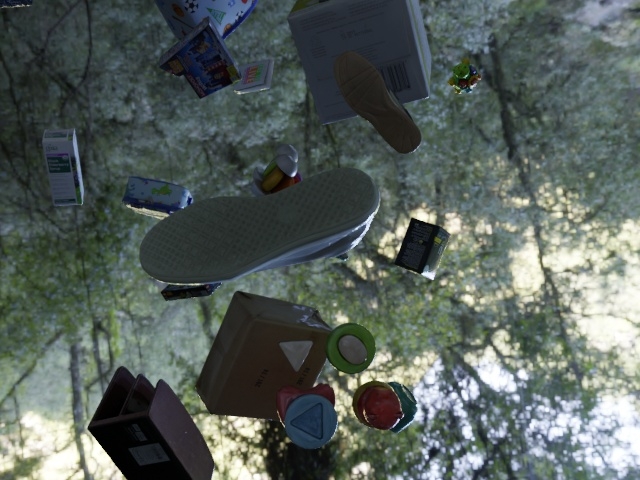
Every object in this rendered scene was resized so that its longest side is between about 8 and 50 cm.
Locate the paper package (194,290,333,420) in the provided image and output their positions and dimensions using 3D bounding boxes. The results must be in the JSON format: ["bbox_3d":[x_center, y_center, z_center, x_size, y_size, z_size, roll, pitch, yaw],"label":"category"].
[{"bbox_3d":[-0.156,0.345,1.835,0.309,0.325,0.168,16,-165,-31],"label":"paper package"}]

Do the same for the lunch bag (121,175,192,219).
[{"bbox_3d":[-0.441,-0.110,1.740,0.175,0.090,0.219,11,173,-7],"label":"lunch bag"}]

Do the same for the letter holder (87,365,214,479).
[{"bbox_3d":[-0.375,0.450,1.492,0.151,0.302,0.214,-15,-151,13],"label":"letter holder"}]

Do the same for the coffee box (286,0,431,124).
[{"bbox_3d":[0.132,-0.605,1.890,0.337,0.338,0.334,-10,-146,18],"label":"coffee box"}]

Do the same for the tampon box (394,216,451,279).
[{"bbox_3d":[0.323,0.027,1.989,0.101,0.161,0.120,21,179,31],"label":"tampon box"}]

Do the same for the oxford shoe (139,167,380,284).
[{"bbox_3d":[-0.106,-0.007,1.139,0.448,0.169,0.130,-16,155,4],"label":"oxford shoe"}]

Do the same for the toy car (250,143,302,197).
[{"bbox_3d":[-0.115,-0.186,1.881,0.159,0.136,0.182,-42,-156,22],"label":"toy car"}]

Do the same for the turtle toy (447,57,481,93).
[{"bbox_3d":[0.437,-0.496,1.904,0.130,0.095,0.066,24,-166,-50],"label":"turtle toy"}]

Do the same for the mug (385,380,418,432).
[{"bbox_3d":[0.212,0.465,1.783,0.097,0.129,0.157,-41,163,9],"label":"mug"}]

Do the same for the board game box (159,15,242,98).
[{"bbox_3d":[-0.361,-0.521,1.841,0.194,0.060,0.194,-21,134,11],"label":"board game box"}]

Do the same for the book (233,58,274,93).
[{"bbox_3d":[-0.219,-0.538,2.070,0.144,0.096,0.035,-1,163,39],"label":"book"}]

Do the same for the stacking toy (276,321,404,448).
[{"bbox_3d":[0.042,0.358,1.549,0.308,0.280,0.130,-11,180,-8],"label":"stacking toy"}]

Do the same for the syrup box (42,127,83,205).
[{"bbox_3d":[-0.830,-0.237,2.039,0.093,0.237,0.096,-4,-144,-15],"label":"syrup box"}]

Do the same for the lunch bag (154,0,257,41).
[{"bbox_3d":[-0.385,-0.895,2.144,0.238,0.386,0.328,24,157,36],"label":"lunch bag"}]

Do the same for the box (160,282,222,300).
[{"bbox_3d":[-0.257,0.085,1.317,0.136,0.027,0.094,-10,-155,36],"label":"box"}]

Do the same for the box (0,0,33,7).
[{"bbox_3d":[-0.695,-0.573,1.326,0.180,0.148,0.077,2,166,13],"label":"box"}]

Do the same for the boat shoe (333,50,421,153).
[{"bbox_3d":[0.137,-0.329,1.520,0.103,0.285,0.092,-42,-177,12],"label":"boat shoe"}]

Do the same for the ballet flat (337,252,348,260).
[{"bbox_3d":[0.000,0.000,1.470,0.168,0.053,0.057,19,171,33],"label":"ballet flat"}]
